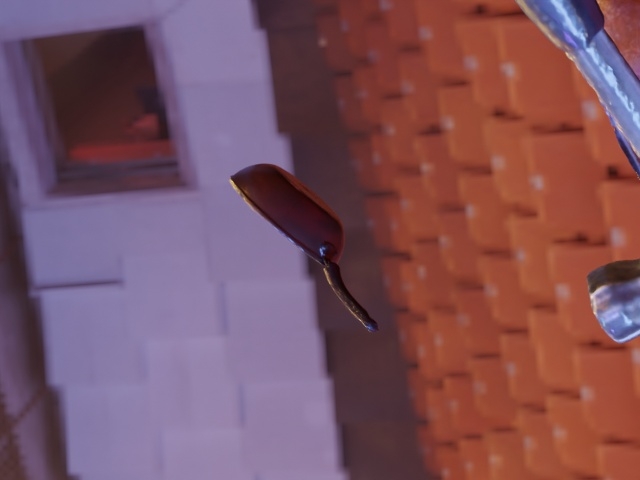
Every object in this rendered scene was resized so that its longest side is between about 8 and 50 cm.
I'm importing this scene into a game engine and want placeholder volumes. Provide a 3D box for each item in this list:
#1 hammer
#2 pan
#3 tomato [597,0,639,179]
[{"bbox_3d":[0.078,-0.080,0.605,0.246,0.103,0.029,54,-156,-21],"label":"hammer"},{"bbox_3d":[0.001,0.000,0.914,0.115,0.023,0.068,49,-171,34],"label":"pan"},{"bbox_3d":[0.282,-0.130,1.331,0.214,0.155,0.181,48,-139,-48],"label":"tomato"}]
